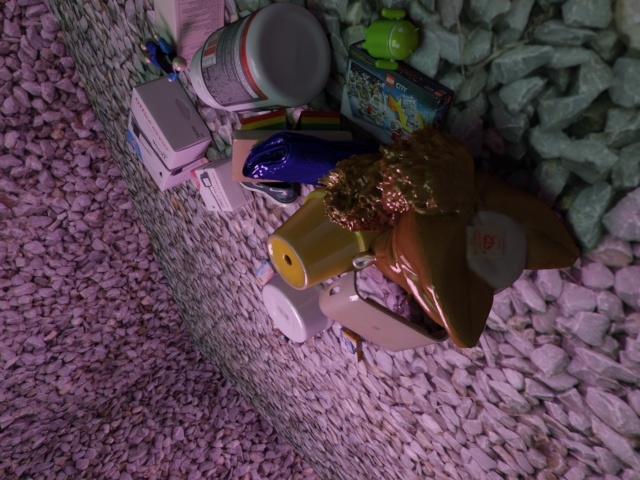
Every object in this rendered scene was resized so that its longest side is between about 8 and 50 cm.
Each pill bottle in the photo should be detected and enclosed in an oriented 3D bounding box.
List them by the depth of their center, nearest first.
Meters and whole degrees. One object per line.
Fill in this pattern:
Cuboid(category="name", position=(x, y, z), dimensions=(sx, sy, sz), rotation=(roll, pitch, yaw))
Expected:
Cuboid(category="pill bottle", position=(-0.161, -0.411, 1.093), dimensions=(0.363, 0.210, 0.210), rotation=(14, 129, 51))

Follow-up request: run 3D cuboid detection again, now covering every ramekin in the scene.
Cuboid(category="ramekin", position=(-0.089, 0.234, 1.676), dimensions=(0.277, 0.135, 0.277), rotation=(36, 144, 32))

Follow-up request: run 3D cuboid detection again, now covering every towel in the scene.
Cuboid(category="towel", position=(0.010, -0.171, 1.001), dimensions=(0.228, 0.308, 0.076), rotation=(-2, 86, 58))

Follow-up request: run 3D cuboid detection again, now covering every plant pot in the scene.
Cuboid(category="plant pot", position=(0.000, 0.000, 1.215), dimensions=(0.254, 0.239, 0.254), rotation=(38, 145, 33))

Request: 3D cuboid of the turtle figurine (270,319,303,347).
Cuboid(category="turtle figurine", position=(-0.151, 0.340, 1.901), dimensions=(0.175, 0.118, 0.234), rotation=(23, 141, 46))

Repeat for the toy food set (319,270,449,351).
Cuboid(category="toy food set", position=(0.163, 0.191, 1.217), dimensions=(0.306, 0.092, 0.220), rotation=(30, 152, -12))

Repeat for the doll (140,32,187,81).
Cuboid(category="doll", position=(-0.424, -0.499, 1.253), dimensions=(0.189, 0.046, 0.129), rotation=(34, 145, 35))

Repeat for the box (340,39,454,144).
Cuboid(category="box", position=(0.143, -0.277, 0.931), dimensions=(0.233, 0.044, 0.159), rotation=(42, 147, 25))

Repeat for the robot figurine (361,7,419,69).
Cuboid(category="robot figurine", position=(0.129, -0.367, 0.843), dimensions=(0.115, 0.067, 0.101), rotation=(28, 119, 42))

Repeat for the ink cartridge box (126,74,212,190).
Cuboid(category="ink cartridge box", position=(-0.603, -0.408, 1.807), dimensions=(0.285, 0.166, 0.395), rotation=(57, 150, 0))

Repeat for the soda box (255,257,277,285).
Cuboid(category="soda box", position=(-0.200, 0.116, 1.809), dimensions=(0.063, 0.058, 0.183), rotation=(54, 150, 7))

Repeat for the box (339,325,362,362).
Cuboid(category="box", position=(0.107, 0.370, 1.619), dimensions=(0.081, 0.028, 0.136), rotation=(30, 139, 39))

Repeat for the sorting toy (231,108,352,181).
Cuboid(category="sorting toy", position=(-0.082, -0.225, 1.100), dimensions=(0.257, 0.255, 0.089), rotation=(134, 133, -73))

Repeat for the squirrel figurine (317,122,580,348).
Cuboid(category="squirrel figurine", position=(0.190, -0.027, 0.895), dimensions=(0.397, 0.281, 0.370), rotation=(52, 167, -12))

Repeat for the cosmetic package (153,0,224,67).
Cuboid(category="cosmetic package", position=(-0.346, -0.628, 1.220), dimensions=(0.113, 0.160, 0.309), rotation=(48, 148, 17))

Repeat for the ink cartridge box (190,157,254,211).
Cuboid(category="ink cartridge box", position=(-0.368, -0.205, 1.712), dimensions=(0.237, 0.100, 0.172), rotation=(7, 124, 54))

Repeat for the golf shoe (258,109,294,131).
Cuboid(category="golf shoe", position=(-0.136, -0.306, 1.277), dimensions=(0.198, 0.094, 0.077), rotation=(55, 152, 8))

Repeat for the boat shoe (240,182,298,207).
Cuboid(category="boat shoe", position=(-0.173, -0.188, 1.441), dimensions=(0.254, 0.095, 0.079), rotation=(35, 145, 32))
